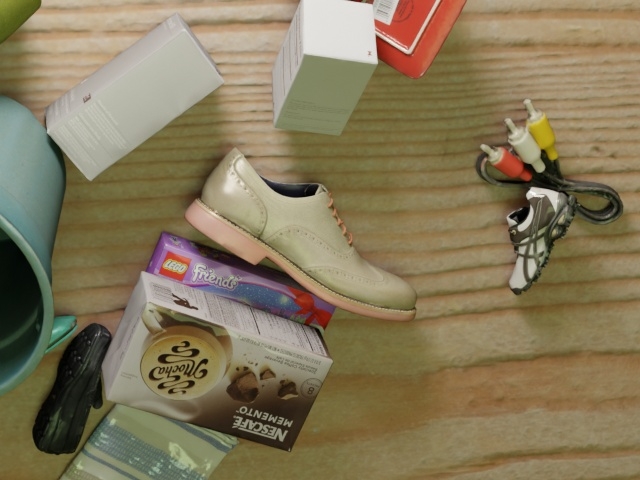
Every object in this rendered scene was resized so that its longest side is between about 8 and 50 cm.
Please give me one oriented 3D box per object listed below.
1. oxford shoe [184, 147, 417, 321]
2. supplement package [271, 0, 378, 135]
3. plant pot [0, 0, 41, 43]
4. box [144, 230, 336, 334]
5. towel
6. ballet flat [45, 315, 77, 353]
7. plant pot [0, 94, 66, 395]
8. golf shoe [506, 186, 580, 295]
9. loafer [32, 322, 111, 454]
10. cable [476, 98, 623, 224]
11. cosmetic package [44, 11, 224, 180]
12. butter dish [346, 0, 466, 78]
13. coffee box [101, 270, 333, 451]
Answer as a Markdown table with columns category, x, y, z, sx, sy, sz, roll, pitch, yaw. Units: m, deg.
| category | x | y | z | sx | sy | sz | roll | pitch | yaw |
| --- | --- | --- | --- | --- | --- | --- | --- | --- | --- |
| oxford shoe | 0.000 | 0.000 | 1.908 | 0.397 | 0.140 | 0.147 | 27 | 96 | -24 |
| supplement package | 0.002 | -0.242 | 1.779 | 0.105 | 0.105 | 0.179 | 7 | 150 | -15 |
| plant pot | -0.516 | -0.304 | 1.614 | 0.293 | 0.275 | 0.275 | -26 | 116 | -18 |
| box | -0.145 | 0.127 | 1.965 | 0.293 | 0.057 | 0.201 | 20 | 107 | -20 |
| towel | -0.292 | 0.377 | 2.046 | 0.209 | 0.034 | 0.285 | 34 | 101 | -22 |
| ballet flat | -0.479 | 0.174 | 1.897 | 0.247 | 0.083 | 0.087 | -40 | 100 | 2 |
| plant pot | -0.484 | -0.015 | 1.650 | 0.341 | 0.334 | 0.341 | 0 | 121 | 0 |
| golf shoe | 0.329 | -0.004 | 2.016 | 0.093 | 0.077 | 0.198 | 25 | 123 | 3 |
| loafer | -0.367 | 0.229 | 1.950 | 0.078 | 0.076 | 0.223 | 17 | 105 | -34 |
| cable | 0.356 | -0.090 | 1.987 | 0.139 | 0.072 | 0.287 | -44 | 115 | 12 |
| cosmetic package | -0.258 | -0.202 | 1.770 | 0.238 | 0.127 | 0.107 | -39 | 114 | 2 |
| butter dish | 0.132 | -0.332 | 1.819 | 0.160 | 0.118 | 0.160 | 35 | 111 | 17 |
| coffee box | -0.153 | 0.181 | 1.887 | 0.297 | 0.119 | 0.168 | 20 | 106 | -19 |
